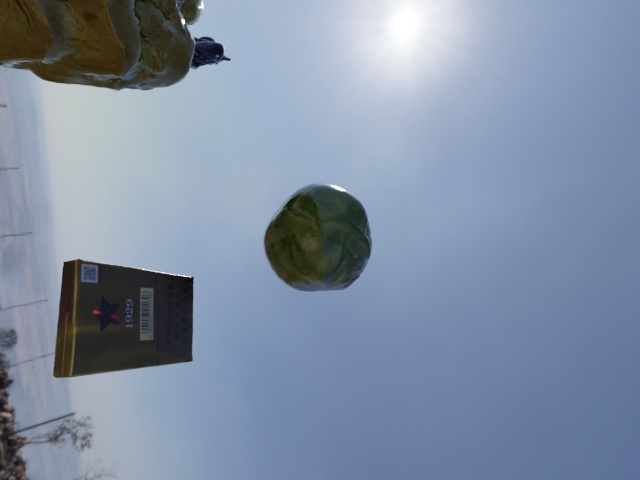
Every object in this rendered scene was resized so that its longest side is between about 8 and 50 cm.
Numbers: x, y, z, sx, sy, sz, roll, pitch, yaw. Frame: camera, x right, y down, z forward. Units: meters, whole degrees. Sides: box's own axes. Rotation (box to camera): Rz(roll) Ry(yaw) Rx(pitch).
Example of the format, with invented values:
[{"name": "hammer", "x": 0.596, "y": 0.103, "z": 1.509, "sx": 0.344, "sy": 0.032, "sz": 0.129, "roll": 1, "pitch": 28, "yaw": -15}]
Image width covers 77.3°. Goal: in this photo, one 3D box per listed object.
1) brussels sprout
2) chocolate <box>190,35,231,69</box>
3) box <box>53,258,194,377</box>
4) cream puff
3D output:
[{"name": "brussels sprout", "x": 0.001, "y": 0.002, "z": 0.521, "sx": 0.117, "sy": 0.155, "sz": 0.154, "roll": -147, "pitch": -123, "yaw": -63}, {"name": "chocolate", "x": -0.377, "y": -0.496, "z": 1.025, "sx": 0.149, "sy": 0.344, "sz": 0.126, "roll": -8, "pitch": -93, "yaw": 46}, {"name": "box", "x": -0.167, "y": 0.070, "z": 0.364, "sx": 0.023, "sy": 0.133, "sz": 0.090, "roll": -12, "pitch": -105, "yaw": 21}, {"name": "cream puff", "x": -0.338, "y": -0.360, "z": 0.557, "sx": 0.274, "sy": 0.324, "sz": 0.269, "roll": -106, "pitch": -152, "yaw": -55}]
